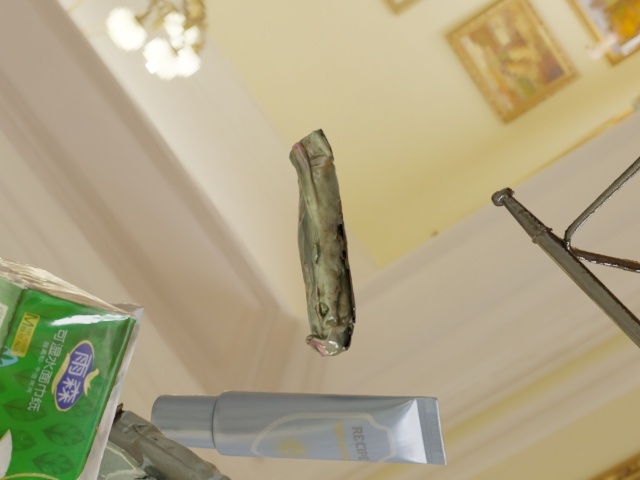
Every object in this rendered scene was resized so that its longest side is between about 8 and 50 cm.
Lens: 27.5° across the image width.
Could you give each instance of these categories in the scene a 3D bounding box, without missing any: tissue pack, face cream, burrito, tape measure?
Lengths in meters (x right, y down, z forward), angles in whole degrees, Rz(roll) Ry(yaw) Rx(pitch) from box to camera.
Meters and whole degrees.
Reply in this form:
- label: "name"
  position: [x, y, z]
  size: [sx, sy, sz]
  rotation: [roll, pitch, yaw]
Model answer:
- label: "tissue pack"
  position: [-0.213, 0.127, 0.906]
  size: [0.156, 0.209, 0.148]
  rotation: [20, 178, -44]
- label: "face cream"
  position: [-0.031, 0.242, 1.710]
  size: [0.086, 0.385, 0.136]
  rotation: [-75, -20, -45]
- label: "burrito"
  position: [0.001, 0.001, 1.721]
  size: [0.096, 0.066, 0.309]
  rotation: [131, 135, -73]
- label: "tape measure"
  position: [-0.082, 0.296, 1.231]
  size: [0.330, 0.164, 0.084]
  rotation: [33, -144, 9]

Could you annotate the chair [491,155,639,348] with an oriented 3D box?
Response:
- label: "chair"
  position: [0.503, 0.022, 1.500]
  size: [0.362, 0.364, 0.410]
  rotation: [12, -136, -40]
